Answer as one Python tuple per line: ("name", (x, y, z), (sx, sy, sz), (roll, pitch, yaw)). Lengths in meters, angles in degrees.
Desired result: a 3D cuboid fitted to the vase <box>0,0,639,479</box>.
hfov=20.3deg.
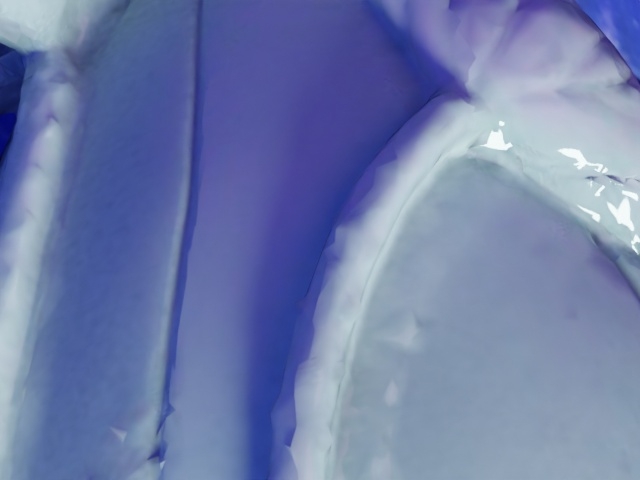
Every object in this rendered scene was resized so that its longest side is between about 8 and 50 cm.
("vase", (0.000, 0.000, 0.489), (0.250, 0.250, 0.445), (7, 65, -39))
